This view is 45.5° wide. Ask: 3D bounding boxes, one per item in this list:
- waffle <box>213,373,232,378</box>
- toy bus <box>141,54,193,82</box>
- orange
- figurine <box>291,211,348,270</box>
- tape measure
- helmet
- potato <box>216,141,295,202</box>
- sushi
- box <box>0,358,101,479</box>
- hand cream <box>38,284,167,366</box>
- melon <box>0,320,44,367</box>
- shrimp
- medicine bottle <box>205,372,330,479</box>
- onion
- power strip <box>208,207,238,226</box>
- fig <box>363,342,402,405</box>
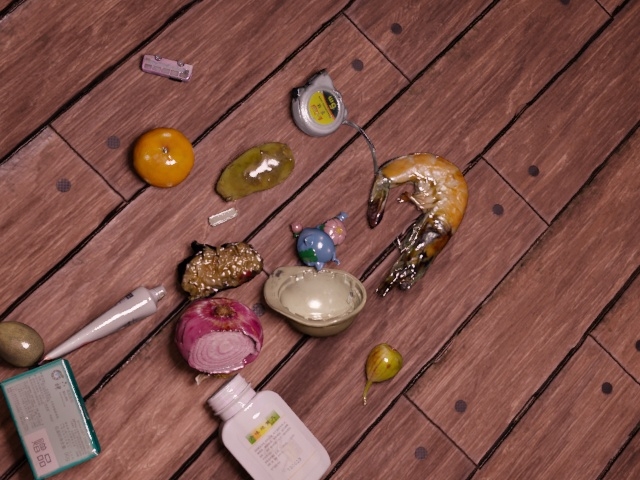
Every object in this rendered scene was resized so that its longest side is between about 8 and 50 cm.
[{"bbox_3d":[-0.244,0.308,1.933,0.078,0.016,0.085,14,78,-6],"label":"waffle"},{"bbox_3d":[-0.404,-0.453,2.011,0.131,0.037,0.052,13,81,-9],"label":"toy bus"},{"bbox_3d":[-0.397,-0.211,1.928,0.156,0.124,0.156,1,84,-11],"label":"orange"},{"bbox_3d":[-0.004,-0.004,1.998,0.178,0.144,0.114,-42,130,-34],"label":"figurine"},{"bbox_3d":[0.038,-0.290,2.077,0.164,0.084,0.330,-34,108,-15],"label":"tape measure"},{"bbox_3d":[-0.016,0.175,1.945,0.258,0.137,0.204,8,41,6],"label":"helmet"},{"bbox_3d":[-0.170,-0.180,1.990,0.225,0.090,0.117,-29,94,-8],"label":"potato"},{"bbox_3d":[-0.255,0.060,1.920,0.212,0.115,0.147,-15,85,-13],"label":"sushi"},{"bbox_3d":[-0.630,0.417,1.792,0.153,0.092,0.245,-20,85,-14],"label":"box"},{"bbox_3d":[-0.522,0.209,1.843,0.341,0.124,0.077,-34,91,-19],"label":"hand cream"},{"bbox_3d":[-0.716,0.244,1.799,0.131,0.098,0.098,33,76,-2],"label":"melon"},{"bbox_3d":[0.234,-0.050,2.062,0.272,0.085,0.445,29,73,-4],"label":"shrimp"},{"bbox_3d":[-0.137,0.481,1.874,0.179,0.124,0.324,-42,93,-17],"label":"medicine bottle"},{"bbox_3d":[-0.250,0.222,1.865,0.207,0.200,0.200,-21,86,0],"label":"onion"},{"bbox_3d":[-0.252,-0.061,1.990,0.083,0.017,0.027,-24,87,-14],"label":"power strip"},{"bbox_3d":[0.146,0.346,1.974,0.093,0.093,0.166,36,76,-5],"label":"fig"}]
